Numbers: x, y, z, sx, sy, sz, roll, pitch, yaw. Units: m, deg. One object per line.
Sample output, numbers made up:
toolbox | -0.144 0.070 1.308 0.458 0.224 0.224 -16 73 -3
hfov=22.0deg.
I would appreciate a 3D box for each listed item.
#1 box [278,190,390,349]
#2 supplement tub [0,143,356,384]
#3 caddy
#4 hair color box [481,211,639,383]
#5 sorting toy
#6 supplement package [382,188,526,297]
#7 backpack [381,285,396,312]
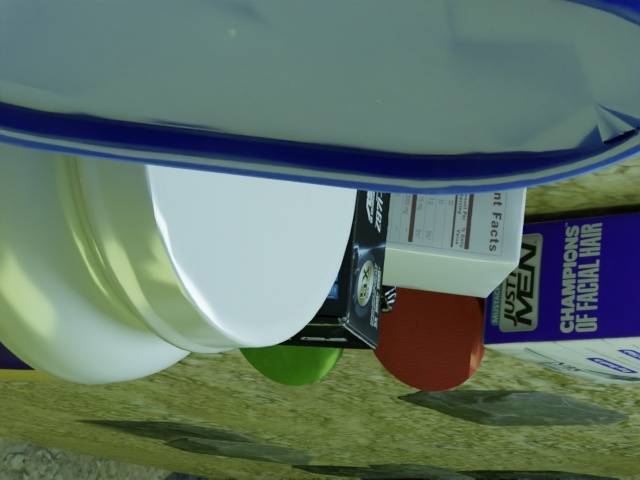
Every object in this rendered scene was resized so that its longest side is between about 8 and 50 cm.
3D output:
box | -0.037 -0.034 0.944 0.147 0.180 0.077 3 167 16
supplement tub | -0.172 -0.049 0.818 0.331 0.241 0.241 -1 164 27
caddy | -0.015 -0.154 0.480 0.341 0.179 0.241 7 144 -3
hair color box | 0.314 0.043 1.260 0.339 0.110 0.185 -7 162 38
sorting toy | 0.018 0.057 1.525 0.365 0.127 0.126 0 -165 35
supplement package | 0.038 -0.032 1.077 0.179 0.105 0.105 8 165 -4
backpack | 0.000 0.000 1.223 0.114 0.105 0.084 10 165 -6
